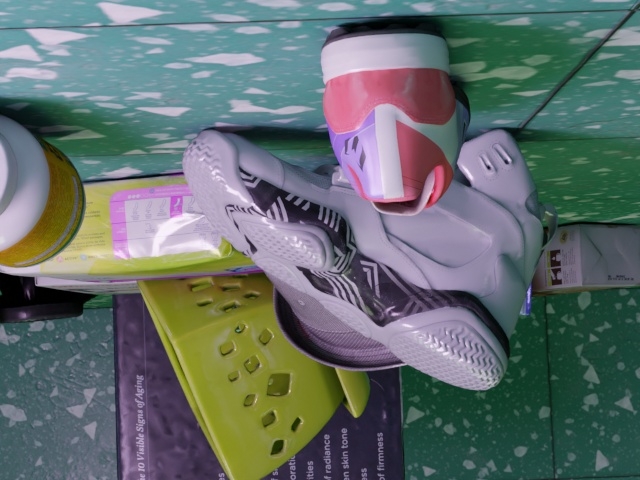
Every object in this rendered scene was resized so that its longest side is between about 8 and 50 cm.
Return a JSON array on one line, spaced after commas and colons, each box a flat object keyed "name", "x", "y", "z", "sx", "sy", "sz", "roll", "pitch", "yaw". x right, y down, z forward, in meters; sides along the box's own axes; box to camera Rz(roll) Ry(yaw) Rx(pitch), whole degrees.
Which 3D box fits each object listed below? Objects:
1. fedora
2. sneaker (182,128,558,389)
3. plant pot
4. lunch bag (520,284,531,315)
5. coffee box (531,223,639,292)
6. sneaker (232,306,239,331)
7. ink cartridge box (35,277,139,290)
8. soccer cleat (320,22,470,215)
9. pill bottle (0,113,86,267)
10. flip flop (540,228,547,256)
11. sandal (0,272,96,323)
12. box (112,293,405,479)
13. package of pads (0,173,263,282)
[{"name": "fedora", "x": 0.043, "y": 0.006, "z": 1.518, "sx": 0.275, "sy": 0.244, "sz": 0.124, "roll": 5, "pitch": 152, "yaw": 41}, {"name": "sneaker", "x": 0.058, "y": -0.036, "z": 1.357, "sx": 0.366, "sy": 0.210, "sz": 0.137, "roll": 35, "pitch": 162, "yaw": -14}, {"name": "plant pot", "x": -0.076, "y": 0.127, "z": 1.782, "sx": 0.207, "sy": 0.228, "sz": 0.227, "roll": -25, "pitch": -154, "yaw": -8}, {"name": "lunch bag", "x": 0.186, "y": 0.011, "z": 1.760, "sx": 0.128, "sy": 0.151, "sz": 0.096, "roll": -1, "pitch": -171, "yaw": -6}, {"name": "coffee box", "x": 0.372, "y": 0.035, "z": 2.316, "sx": 0.141, "sy": 0.098, "sz": 0.246, "roll": 2, "pitch": 173, "yaw": -36}, {"name": "sneaker", "x": -0.108, "y": 0.073, "z": 2.078, "sx": 0.182, "sy": 0.158, "sz": 0.410, "roll": -23, "pitch": 162, "yaw": 10}, {"name": "ink cartridge box", "x": -0.276, "y": 0.023, "z": 1.981, "sx": 0.154, "sy": 0.093, "sz": 0.212, "roll": -3, "pitch": 173, "yaw": 13}, {"name": "soccer cleat", "x": 0.056, "y": -0.068, "z": 1.063, "sx": 0.108, "sy": 0.116, "sz": 0.318, "roll": -3, "pitch": 174, "yaw": 6}, {"name": "pill bottle", "x": -0.270, "y": -0.042, "z": 1.198, "sx": 0.117, "sy": 0.118, "sz": 0.208, "roll": -3, "pitch": 174, "yaw": 4}, {"name": "flip flop", "x": 0.201, "y": 0.010, "z": 2.055, "sx": 0.080, "sy": 0.112, "sz": 0.277, "roll": 31, "pitch": 160, "yaw": -29}, {"name": "sandal", "x": -0.449, "y": 0.060, "z": 2.352, "sx": 0.167, "sy": 0.107, "sz": 0.446, "roll": -4, "pitch": -173, "yaw": 2}, {"name": "box", "x": -0.109, "y": 0.264, "z": 2.502, "sx": 0.471, "sy": 0.480, "sz": 0.297, "roll": -2, "pitch": 175, "yaw": -5}, {"name": "package of pads", "x": -0.193, "y": -0.009, "z": 1.645, "sx": 0.296, "sy": 0.101, "sz": 0.229, "roll": -5, "pitch": 174, "yaw": 19}]
